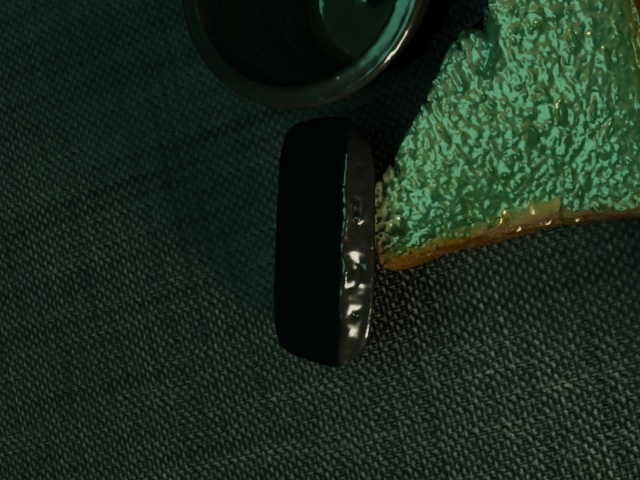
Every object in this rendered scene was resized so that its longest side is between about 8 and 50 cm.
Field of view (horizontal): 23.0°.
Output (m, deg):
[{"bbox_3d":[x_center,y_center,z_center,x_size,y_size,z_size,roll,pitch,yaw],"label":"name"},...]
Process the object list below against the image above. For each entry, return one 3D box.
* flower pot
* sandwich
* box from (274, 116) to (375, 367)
[{"bbox_3d":[0.018,-0.221,1.346,0.235,0.148,0.235,-1,88,31],"label":"flower pot"},{"bbox_3d":[0.158,-0.117,1.299,0.288,0.099,0.254,-14,89,29],"label":"sandwich"},{"bbox_3d":[0.000,0.000,1.364,0.201,0.042,0.213,-170,80,-71],"label":"box"}]
